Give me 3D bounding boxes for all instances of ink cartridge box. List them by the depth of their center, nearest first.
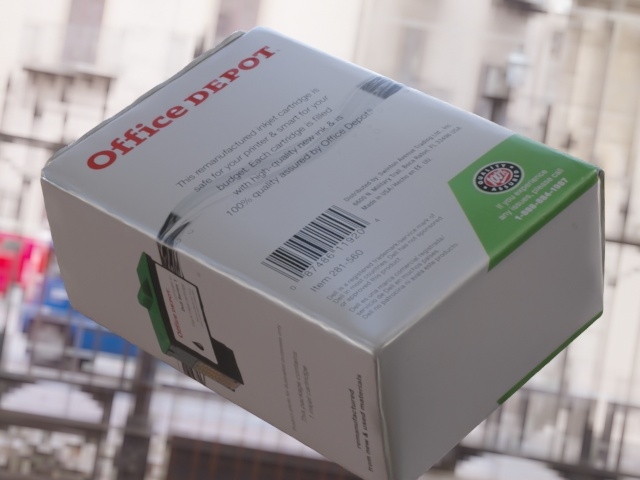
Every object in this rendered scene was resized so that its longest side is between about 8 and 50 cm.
[{"bbox_3d":[0.000,0.000,0.936,0.219,0.093,0.160,27,49,36],"label":"ink cartridge box"}]
